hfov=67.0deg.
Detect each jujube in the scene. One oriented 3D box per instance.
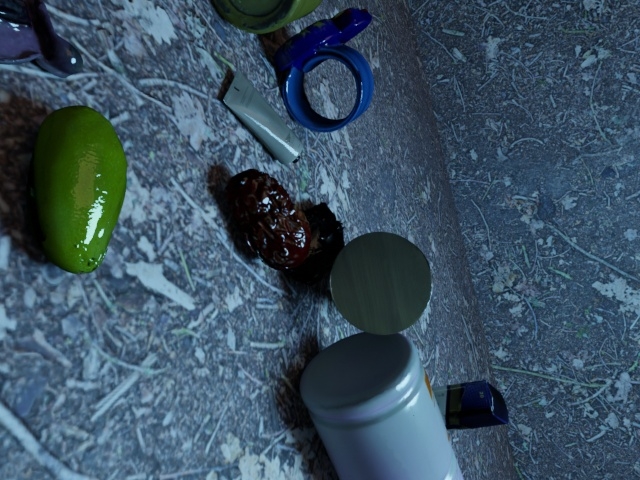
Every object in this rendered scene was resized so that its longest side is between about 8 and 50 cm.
[{"bbox_3d":[-0.075,-0.035,0.733,0.165,0.104,0.104,65,28,-22],"label":"jujube"}]

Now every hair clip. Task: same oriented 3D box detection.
[{"bbox_3d":[-0.310,-0.223,0.417,0.187,0.056,0.145,-32,105,-72],"label":"hair clip"}]

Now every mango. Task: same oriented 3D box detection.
[{"bbox_3d":[-0.226,-0.051,0.462,0.091,0.074,0.164,15,65,-64],"label":"mango"}]

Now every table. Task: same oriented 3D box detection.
[{"bbox_3d":[0.096,0.080,0.887,0.226,0.167,0.166,96,-16,-84],"label":"table"}]

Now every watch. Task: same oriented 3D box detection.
[{"bbox_3d":[0.020,-0.328,0.971,0.171,0.196,0.200,-41,108,-51],"label":"watch"}]

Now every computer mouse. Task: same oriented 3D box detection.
[{"bbox_3d":[0.000,0.000,0.897,0.241,0.078,0.146,-47,122,-60],"label":"computer mouse"}]

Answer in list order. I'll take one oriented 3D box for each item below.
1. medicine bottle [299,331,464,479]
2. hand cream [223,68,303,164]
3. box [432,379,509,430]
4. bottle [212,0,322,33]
[{"bbox_3d":[0.110,0.333,0.811,0.315,0.202,0.202,69,27,-17],"label":"medicine bottle"},{"bbox_3d":[-0.094,-0.201,0.839,0.186,0.054,0.087,46,43,-37],"label":"hand cream"},{"bbox_3d":[0.241,0.353,1.000,0.168,0.260,0.071,40,41,-50],"label":"box"},{"bbox_3d":[-0.067,-0.506,0.909,0.171,0.172,0.351,64,26,-24],"label":"bottle"}]
